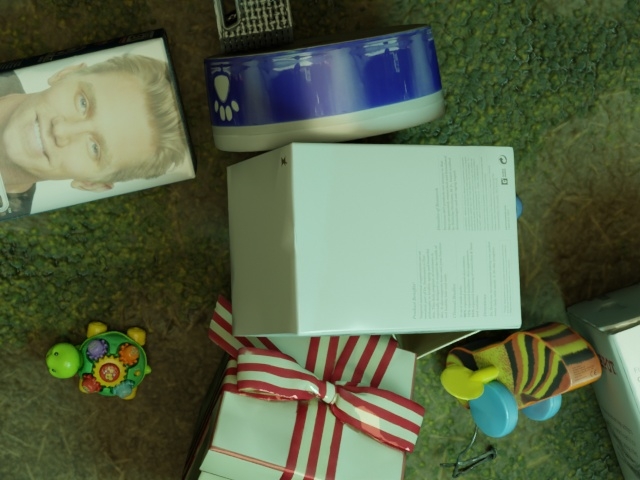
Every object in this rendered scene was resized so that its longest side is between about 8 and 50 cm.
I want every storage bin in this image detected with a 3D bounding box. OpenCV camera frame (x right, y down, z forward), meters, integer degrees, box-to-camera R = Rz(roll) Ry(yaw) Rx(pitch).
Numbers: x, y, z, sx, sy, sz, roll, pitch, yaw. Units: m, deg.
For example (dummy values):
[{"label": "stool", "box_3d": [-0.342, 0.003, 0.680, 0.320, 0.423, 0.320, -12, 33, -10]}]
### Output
[{"label": "storage bin", "box_3d": [-0.082, -0.285, 1.623, 0.084, 0.180, 0.122, -9, 104, -1]}]

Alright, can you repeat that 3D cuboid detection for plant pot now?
[{"label": "plant pot", "box_3d": [0.128, 0.069, 1.766, 0.109, 0.096, 0.109, -24, 104, 3]}]

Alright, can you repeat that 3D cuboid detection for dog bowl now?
[{"label": "dog bowl", "box_3d": [0.003, -0.174, 1.612, 0.264, 0.265, 0.104, -9, 100, -2]}]

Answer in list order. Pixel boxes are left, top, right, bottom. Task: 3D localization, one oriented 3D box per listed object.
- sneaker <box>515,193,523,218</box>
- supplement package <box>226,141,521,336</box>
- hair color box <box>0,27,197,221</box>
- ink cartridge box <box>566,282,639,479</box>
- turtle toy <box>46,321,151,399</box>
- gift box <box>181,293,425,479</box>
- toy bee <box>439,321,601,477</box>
[{"label": "sneaker", "box_3d": [0.183, -0.051, 1.760, 0.144, 0.059, 0.053, 17, 99, -9]}, {"label": "supplement package", "box_3d": [0.054, 0.004, 1.566, 0.262, 0.198, 0.199, 0, 86, -24]}, {"label": "hair color box", "box_3d": [-0.333, -0.126, 1.683, 0.347, 0.105, 0.174, -13, 104, -2]}, {"label": "ink cartridge box", "box_3d": [0.450, 0.248, 1.700, 0.166, 0.285, 0.395, -20, 93, 0]}, {"label": "turtle toy", "box_3d": [-0.275, 0.153, 1.772, 0.130, 0.066, 0.095, 9, 102, -6]}, {"label": "gift box", "box_3d": [-0.036, 0.220, 1.691, 0.255, 0.276, 0.258, 15, 137, -11]}, {"label": "toy bee", "box_3d": [0.206, 0.165, 1.756, 0.298, 0.195, 0.162, -38, 70, 31]}]
